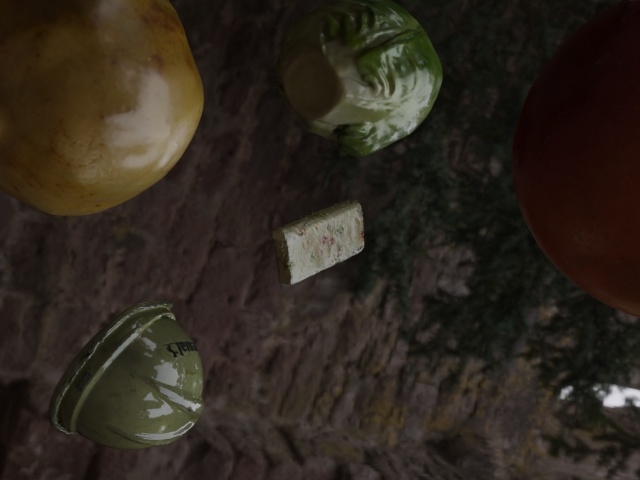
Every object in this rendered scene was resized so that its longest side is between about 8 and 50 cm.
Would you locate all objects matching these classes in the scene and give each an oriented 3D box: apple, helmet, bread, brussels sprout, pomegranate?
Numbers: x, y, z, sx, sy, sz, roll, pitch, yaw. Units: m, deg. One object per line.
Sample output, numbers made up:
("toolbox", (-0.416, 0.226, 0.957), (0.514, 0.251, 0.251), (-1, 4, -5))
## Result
("apple", (0.176, -0.045, 0.434), (0.139, 0.163, 0.163), (135, -37, -58))
("helmet", (-0.210, 0.185, 1.143), (0.204, 0.137, 0.257), (-56, 172, 8))
("bread", (0.000, 0.000, 1.100), (0.028, 0.154, 0.068), (6, -71, 39))
("brussels sprout", (0.032, -0.152, 0.798), (0.155, 0.155, 0.117), (-113, -139, -53))
("pomegranate", (-0.276, -0.178, 1.042), (0.307, 0.307, 0.307), (-42, -139, 50))
